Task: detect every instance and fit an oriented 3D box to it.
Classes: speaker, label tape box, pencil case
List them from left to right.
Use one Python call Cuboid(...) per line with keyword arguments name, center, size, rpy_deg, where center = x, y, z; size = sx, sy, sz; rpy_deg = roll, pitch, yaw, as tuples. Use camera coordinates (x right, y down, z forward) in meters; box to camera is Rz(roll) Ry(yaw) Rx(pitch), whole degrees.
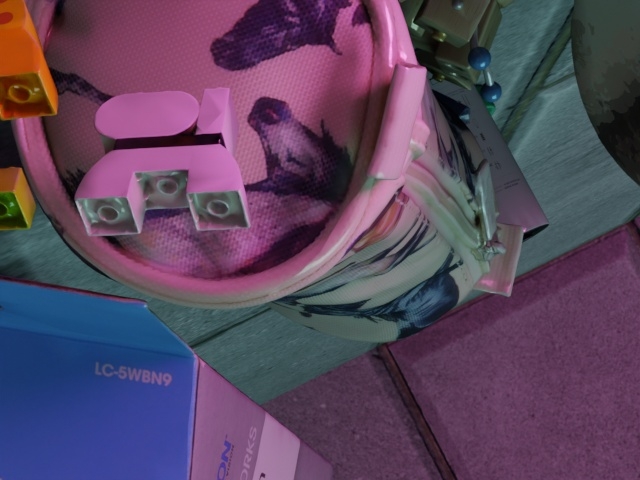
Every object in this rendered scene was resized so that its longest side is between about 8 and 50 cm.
Cuboid(name="label tape box", center=(-0.150, 0.102, 0.810), size=(0.241, 0.106, 0.333), rpy_deg=(8, 165, 16))
Cuboid(name="pencil case", center=(-0.007, -0.038, 0.804), size=(0.184, 0.159, 0.410), rpy_deg=(4, 175, 11))
Cuboid(name="speaker", center=(0.090, -0.055, 1.082), size=(0.055, 0.136, 0.055), rpy_deg=(-27, 171, -5))

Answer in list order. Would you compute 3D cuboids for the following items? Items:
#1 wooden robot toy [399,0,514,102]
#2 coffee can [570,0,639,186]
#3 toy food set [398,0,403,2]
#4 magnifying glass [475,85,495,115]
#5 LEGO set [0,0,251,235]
Cuboid(name="wooden robot toy", center=(0.074, -0.133, 0.917), size=(0.079, 0.076, 0.173), rpy_deg=(-63, 169, -1))
Cuboid(name="coffee can", center=(0.318, -0.139, 1.061), size=(0.275, 0.201, 0.201), rpy_deg=(-18, 167, -40))
Cuboid(name="toy food set", center=(0.116, -0.179, 0.759), size=(0.192, 0.038, 0.132), rpy_deg=(-27, -168, 24))
Cuboid(name="magnifying glass", center=(0.026, -0.049, 1.277), size=(0.231, 0.026, 0.092), rpy_deg=(-28, 171, 8))
Cuboid(name="LEGO set", center=(-0.137, -0.059, 0.588), size=(0.227, 0.093, 0.087), rpy_deg=(-3, 137, 10))
